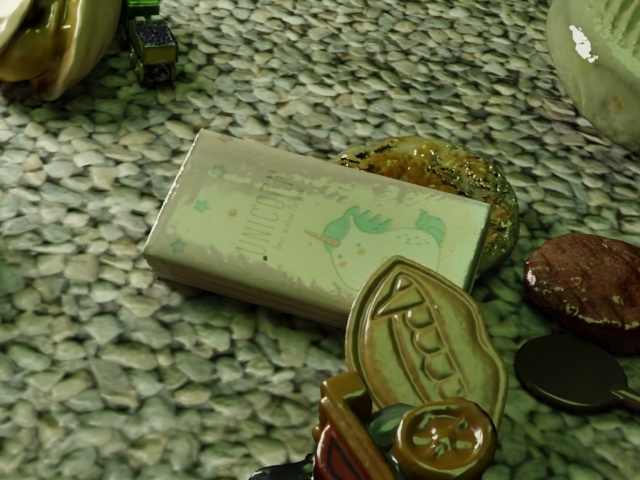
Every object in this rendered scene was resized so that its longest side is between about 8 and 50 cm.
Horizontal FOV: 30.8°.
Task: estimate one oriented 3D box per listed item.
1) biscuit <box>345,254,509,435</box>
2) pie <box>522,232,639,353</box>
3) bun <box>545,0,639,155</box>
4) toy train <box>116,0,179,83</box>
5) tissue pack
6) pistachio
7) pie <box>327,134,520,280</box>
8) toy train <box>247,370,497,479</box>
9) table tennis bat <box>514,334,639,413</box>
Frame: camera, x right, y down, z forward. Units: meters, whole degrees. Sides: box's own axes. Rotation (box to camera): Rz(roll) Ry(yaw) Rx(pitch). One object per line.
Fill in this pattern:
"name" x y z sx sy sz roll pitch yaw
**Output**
"biscuit" 0.096 0.111 1.082 0.142 0.029 0.221 -14 63 -7
"pie" 0.309 0.052 1.255 0.182 0.049 0.182 7 35 -5
"bun" 0.473 -0.239 1.550 0.365 0.219 0.365 1 51 -1
"toy train" -0.238 -0.284 1.574 0.060 0.081 0.202 -6 39 -21
"tissue pack" 0.000 0.000 1.201 0.325 0.071 0.170 15 64 10
"pistachio" -0.358 -0.304 1.508 0.187 0.187 0.299 6 47 -4
"pie" 0.095 -0.035 1.325 0.274 0.055 0.274 2 39 -2
"toy train" 0.065 0.269 0.817 0.231 0.163 0.369 -18 43 -20
"table tennis bat" 0.278 0.101 1.121 0.170 0.119 0.107 24 39 23
